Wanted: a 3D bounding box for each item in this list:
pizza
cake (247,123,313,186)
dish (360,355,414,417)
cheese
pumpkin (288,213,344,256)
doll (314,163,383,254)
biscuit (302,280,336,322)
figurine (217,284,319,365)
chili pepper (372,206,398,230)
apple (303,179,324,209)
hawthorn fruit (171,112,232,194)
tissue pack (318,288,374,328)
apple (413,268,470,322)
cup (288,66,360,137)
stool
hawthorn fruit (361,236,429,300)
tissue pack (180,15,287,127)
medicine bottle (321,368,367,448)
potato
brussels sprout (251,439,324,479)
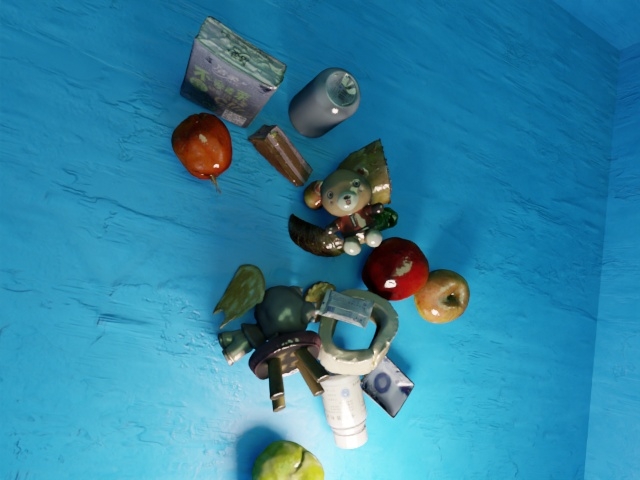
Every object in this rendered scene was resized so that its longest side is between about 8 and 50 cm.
[{"bbox_3d":[-0.298,0.214,1.523,0.262,0.181,0.034,-55,141,-10],"label":"pizza"},{"bbox_3d":[-0.148,-0.347,1.663,0.295,0.113,0.116,43,71,-22],"label":"cake"},{"bbox_3d":[0.274,0.623,1.783,0.243,0.080,0.182,46,69,-17],"label":"dish"},{"bbox_3d":[0.139,0.364,1.614,0.292,0.153,0.332,21,55,13],"label":"cheese"},{"bbox_3d":[-0.004,0.002,1.663,0.278,0.163,0.111,33,78,-19],"label":"pumpkin"},{"bbox_3d":[0.124,-0.118,1.582,0.235,0.174,0.329,-19,95,13],"label":"doll"},{"bbox_3d":[-0.018,0.239,1.692,0.118,0.061,0.183,41,68,-15],"label":"biscuit"},{"bbox_3d":[-0.200,0.307,1.530,0.381,0.248,0.203,-33,116,-10],"label":"figurine"},{"bbox_3d":[0.243,-0.079,1.800,0.270,0.136,0.099,-22,88,-34],"label":"chili pepper"},{"bbox_3d":[-0.013,-0.189,1.697,0.126,0.126,0.102,-36,79,-23],"label":"apple"},{"bbox_3d":[-0.412,-0.310,1.483,0.211,0.211,0.299,-23,105,-25],"label":"hawthorn fruit"},{"bbox_3d":[0.101,0.260,1.582,0.193,0.026,0.122,16,53,9],"label":"tissue pack"},{"bbox_3d":[0.554,0.254,1.886,0.261,0.194,0.260,2,84,-22],"label":"apple"},{"bbox_3d":[0.018,-0.551,1.639,0.206,0.312,0.205,1,87,-24],"label":"cup"},{"bbox_3d":[-0.100,0.451,1.420,0.272,0.272,0.178,-8,53,-26],"label":"stool"},{"bbox_3d":[0.303,0.133,1.750,0.307,0.265,0.265,-34,100,-10],"label":"hawthorn fruit"},{"bbox_3d":[-0.319,-0.557,1.435,0.288,0.394,0.124,24,76,-21],"label":"tissue pack"},{"bbox_3d":[0.095,0.660,1.648,0.170,0.170,0.292,-11,92,-26],"label":"medicine bottle"},{"bbox_3d":[0.160,-0.250,1.730,0.237,0.301,0.288,-10,69,3],"label":"potato"},{"bbox_3d":[-0.116,0.891,1.487,0.274,0.243,0.316,6,86,-18],"label":"brussels sprout"}]
